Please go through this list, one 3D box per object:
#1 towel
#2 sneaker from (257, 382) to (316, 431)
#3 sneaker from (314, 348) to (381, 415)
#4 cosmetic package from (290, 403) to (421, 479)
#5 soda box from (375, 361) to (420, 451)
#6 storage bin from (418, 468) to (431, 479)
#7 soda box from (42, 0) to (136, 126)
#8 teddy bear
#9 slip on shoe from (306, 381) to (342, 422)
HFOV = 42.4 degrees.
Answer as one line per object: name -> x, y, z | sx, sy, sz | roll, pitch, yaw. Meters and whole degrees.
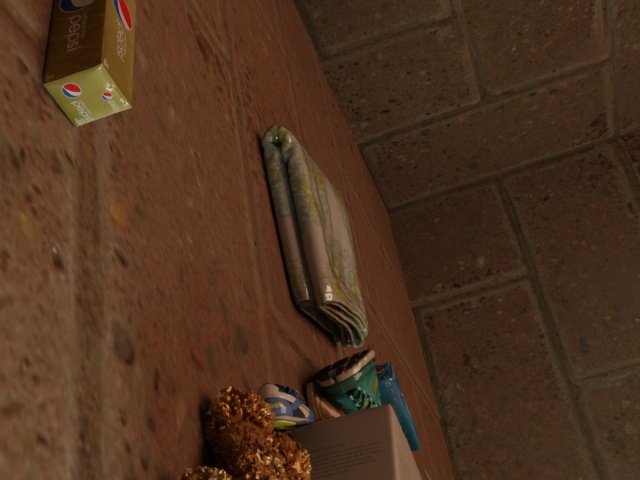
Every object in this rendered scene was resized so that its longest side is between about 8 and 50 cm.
towel -> 0.000, 0.000, 1.596 | 0.320, 0.090, 0.374 | 53, 22, -64
sneaker -> -0.045, 0.219, 1.084 | 0.144, 0.053, 0.059 | 47, 25, -70
sneaker -> 0.065, 0.253, 1.392 | 0.275, 0.107, 0.110 | 53, 12, -71
cosmetic package -> 0.050, 0.345, 1.092 | 0.183, 0.152, 0.151 | -87, 158, -62
soda box -> 0.159, 0.380, 1.854 | 0.067, 0.071, 0.210 | -87, 158, -65
storage bin -> 0.205, 0.613, 1.566 | 0.262, 0.123, 0.260 | 62, 14, -45
soda box -> -0.222, -0.199, 0.806 | 0.058, 0.061, 0.181 | 62, 15, -50
teddy bear -> -0.047, 0.287, 0.793 | 0.338, 0.113, 0.245 | -75, 144, -72
slip on shoe -> 0.014, 0.281, 1.325 | 0.051, 0.041, 0.135 | -82, 153, -67
